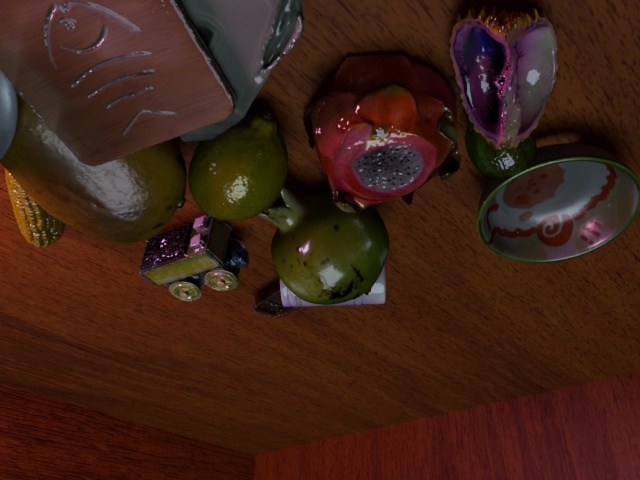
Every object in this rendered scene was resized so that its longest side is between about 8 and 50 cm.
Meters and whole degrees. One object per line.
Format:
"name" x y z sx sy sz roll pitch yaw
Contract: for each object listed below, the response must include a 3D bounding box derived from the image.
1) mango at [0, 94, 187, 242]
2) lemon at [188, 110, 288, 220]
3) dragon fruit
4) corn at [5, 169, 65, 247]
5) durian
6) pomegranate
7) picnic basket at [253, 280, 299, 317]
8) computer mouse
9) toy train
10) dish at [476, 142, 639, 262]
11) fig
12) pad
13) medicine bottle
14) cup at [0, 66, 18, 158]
"mango" -0.434 -0.171 1.137 0.301 0.221 0.445 -22 129 40
"lemon" -0.150 -0.137 1.211 0.184 0.184 0.248 18 134 -27
"dragon fruit" 0.115 -0.177 1.139 0.290 0.189 0.291 0 148 0
"corn" -0.607 -0.091 1.360 0.101 0.102 0.313 5 147 -8
"durian" 0.309 -0.278 1.043 0.186 0.154 0.261 -18 141 -14
"pomegranate" 0.000 0.000 1.386 0.260 0.261 0.340 -28 131 36
"picnic basket" -0.100 0.154 1.791 0.110 0.055 0.193 22 141 -33
"computer mouse" -0.162 -0.320 0.945 0.228 0.146 0.429 24 139 -17
"toy train" -0.302 0.045 1.552 0.260 0.134 0.177 -18 135 25
"dish" 0.479 -0.097 1.338 0.324 0.124 0.324 0 141 0
"fig" 0.324 -0.198 1.186 0.123 0.123 0.156 -16 116 24
"pad" -0.300 -0.244 0.904 0.286 0.018 0.284 -17 133 15
"medicine bottle" 0.032 0.087 1.594 0.253 0.152 0.152 -1 148 4
"cup" -0.633 -0.232 0.924 0.347 0.163 0.347 12 123 19
